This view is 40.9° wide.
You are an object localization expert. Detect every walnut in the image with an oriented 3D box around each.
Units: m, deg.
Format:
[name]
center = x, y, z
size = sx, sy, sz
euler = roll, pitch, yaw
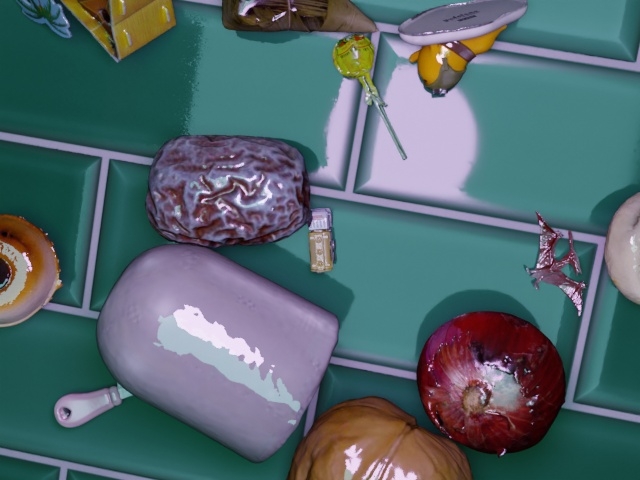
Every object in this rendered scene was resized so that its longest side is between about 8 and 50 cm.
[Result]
[walnut]
center = 0.101, 0.488, 1.594
size = 0.354, 0.308, 0.398
euler = 28, 122, 28

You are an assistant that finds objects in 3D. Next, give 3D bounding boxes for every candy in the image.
[candy]
center = 0.105, -0.272, 1.653
size = 0.077, 0.073, 0.262
euler = -23, 101, 26

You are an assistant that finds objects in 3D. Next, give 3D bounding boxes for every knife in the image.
[knife]
center = -0.397, 0.297, 1.782
size = 0.336, 0.043, 0.081
euler = -23, 87, 2

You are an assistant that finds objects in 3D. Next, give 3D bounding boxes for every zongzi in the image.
[zongzi]
center = -0.037, -0.526, 1.613
size = 0.300, 0.145, 0.274
euler = 0, 91, -11

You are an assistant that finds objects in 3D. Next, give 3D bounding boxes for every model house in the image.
[model house]
center = -0.414, -0.533, 1.648
size = 0.300, 0.340, 0.324
euler = -42, 120, -30

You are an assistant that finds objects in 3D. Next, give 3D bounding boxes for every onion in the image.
[onion]
center = 0.316, 0.259, 1.595
size = 0.276, 0.276, 0.276
euler = 1, 96, 6

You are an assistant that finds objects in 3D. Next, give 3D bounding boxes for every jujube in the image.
[jujube]
center = -0.173, -0.093, 1.624
size = 0.317, 0.226, 0.226
euler = 4, 97, 4

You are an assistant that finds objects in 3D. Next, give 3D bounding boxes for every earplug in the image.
[earplug]
center = -0.205, 0.181, 1.577
size = 0.394, 0.312, 0.313
euler = 31, 98, -6

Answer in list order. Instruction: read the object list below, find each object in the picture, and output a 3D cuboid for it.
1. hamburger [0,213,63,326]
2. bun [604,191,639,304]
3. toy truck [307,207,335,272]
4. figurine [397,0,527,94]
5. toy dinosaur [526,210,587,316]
[hamburger]
center = -0.639, 0.059, 1.720
size = 0.237, 0.147, 0.237
euler = 0, 88, -3
[bun]
center = 0.614, 0.011, 1.599
size = 0.222, 0.127, 0.222
euler = 0, 91, -18
[toy truck]
center = 0.000, 0.000, 1.685
size = 0.052, 0.063, 0.123
euler = -3, 96, 7
[figurine]
center = 0.271, -0.355, 1.596
size = 0.250, 0.166, 0.141
euler = -14, 118, -5
[toy dinosaur]
center = 0.454, 0.047, 1.660
size = 0.108, 0.032, 0.220
euler = -24, 91, 11
